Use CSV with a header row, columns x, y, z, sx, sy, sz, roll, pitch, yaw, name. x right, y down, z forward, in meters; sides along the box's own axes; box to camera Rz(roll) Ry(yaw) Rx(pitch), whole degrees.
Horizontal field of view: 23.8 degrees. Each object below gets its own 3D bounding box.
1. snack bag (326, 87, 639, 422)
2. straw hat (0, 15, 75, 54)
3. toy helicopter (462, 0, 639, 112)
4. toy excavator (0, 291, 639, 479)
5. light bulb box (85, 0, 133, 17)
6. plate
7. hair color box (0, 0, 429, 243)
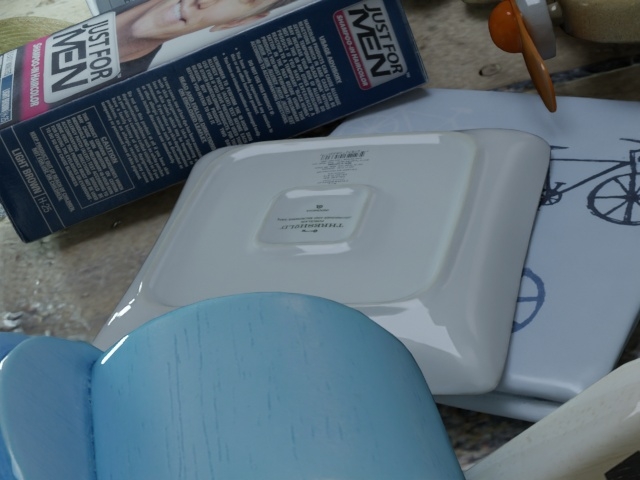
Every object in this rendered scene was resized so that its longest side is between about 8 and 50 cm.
x,y,z,sx,sy,sz,roll,pitch,yaw,name
0.098,-0.011,1.065,0.323,0.037,0.342,6,39,30,snack bag
-0.262,-0.144,1.391,0.144,0.061,0.144,1,40,-1,straw hat
0.205,-0.198,1.207,0.235,0.140,0.355,-27,22,-19,toy helicopter
0.051,0.136,0.687,0.445,0.433,0.222,-41,30,17,toy excavator
-0.110,-0.420,1.439,0.358,0.361,0.225,-23,34,-6,light bulb box
0.000,0.000,1.014,0.277,0.045,0.278,-3,34,19,plate
-0.103,-0.138,1.240,0.347,0.105,0.174,-21,30,2,hair color box
